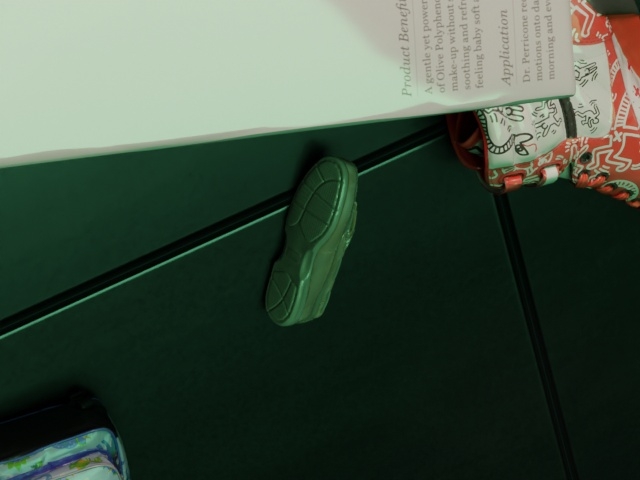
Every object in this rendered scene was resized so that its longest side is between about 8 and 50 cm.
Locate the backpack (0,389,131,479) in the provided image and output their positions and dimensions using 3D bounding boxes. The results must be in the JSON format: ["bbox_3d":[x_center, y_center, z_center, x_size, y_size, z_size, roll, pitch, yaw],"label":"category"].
[{"bbox_3d":[-0.170,0.174,0.934,0.105,0.084,0.114,-19,121,-12],"label":"backpack"}]

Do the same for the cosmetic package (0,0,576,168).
[{"bbox_3d":[-0.064,-0.151,0.756,0.365,0.155,0.197,-7,100,-15],"label":"cosmetic package"}]

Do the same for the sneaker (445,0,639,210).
[{"bbox_3d":[0.178,-0.063,0.971,0.145,0.090,0.270,-39,118,-1],"label":"sneaker"}]

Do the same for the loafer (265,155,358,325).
[{"bbox_3d":[0.000,0.000,0.956,0.039,0.045,0.125,0,121,-41],"label":"loafer"}]
